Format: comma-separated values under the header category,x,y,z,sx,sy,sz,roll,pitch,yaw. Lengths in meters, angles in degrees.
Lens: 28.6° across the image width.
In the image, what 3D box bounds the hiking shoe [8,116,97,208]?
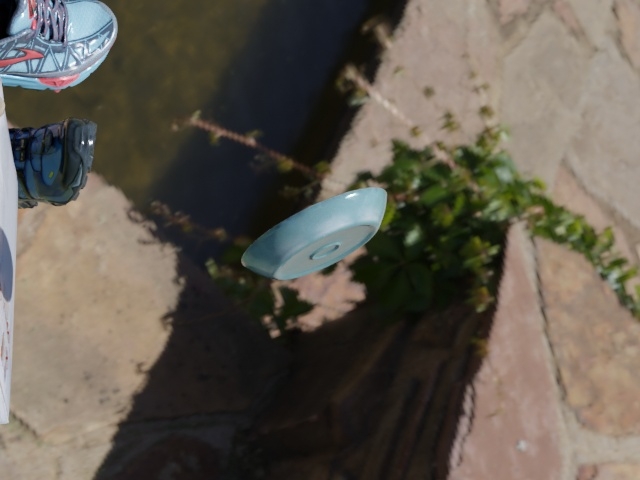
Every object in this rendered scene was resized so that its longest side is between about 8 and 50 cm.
category,x,y,z,sx,sy,sz,roll,pitch,yaw
hiking shoe,-0.415,-0.105,1.732,0.132,0.304,0.113,14,71,-34

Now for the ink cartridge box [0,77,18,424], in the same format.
category,x,y,z,sx,sy,sz,roll,pitch,yaw
ink cartridge box,-0.394,0.009,1.025,0.272,0.130,0.309,-5,41,-8

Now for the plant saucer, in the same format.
category,x,y,z,sx,sy,sz,roll,pitch,yaw
plant saucer,0.000,0.000,0.926,0.119,0.119,0.021,-11,69,-45

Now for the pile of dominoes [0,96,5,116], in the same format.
category,x,y,z,sx,sy,sz,roll,pitch,yaw
pile of dominoes,-0.300,-0.045,0.705,0.196,0.040,0.251,23,62,-11

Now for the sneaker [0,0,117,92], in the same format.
category,x,y,z,sx,sy,sz,roll,pitch,yaw
sneaker,-0.319,-0.222,1.340,0.262,0.125,0.104,-17,79,-39
